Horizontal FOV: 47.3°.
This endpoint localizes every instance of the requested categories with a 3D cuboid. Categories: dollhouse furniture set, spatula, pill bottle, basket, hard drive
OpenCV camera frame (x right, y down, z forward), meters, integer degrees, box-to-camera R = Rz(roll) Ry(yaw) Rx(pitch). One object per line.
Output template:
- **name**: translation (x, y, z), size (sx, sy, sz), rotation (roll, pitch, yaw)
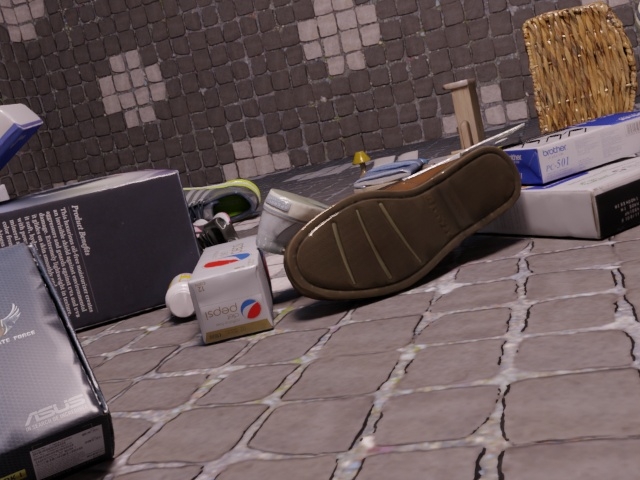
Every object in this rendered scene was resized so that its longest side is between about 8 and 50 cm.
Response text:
- **dollhouse furniture set**: translation (0.173, -0.199, 1.507), size (0.304, 0.198, 0.286), rotation (-10, 10, 20)
- **spatula**: translation (0.143, -0.083, 0.964), size (0.242, 0.019, 0.168), rotation (-25, -2, 2)
- **pill bottle**: translation (-0.162, 0.067, 0.872), size (0.044, 0.043, 0.083), rotation (-14, 10, -5)
- **basket**: translation (0.576, -0.363, 1.605), size (0.214, 0.298, 0.223), rotation (-9, 10, 21)
- **hard drive**: translation (-0.492, -0.044, 0.946), size (0.318, 0.040, 0.210), rotation (-48, 18, -1)

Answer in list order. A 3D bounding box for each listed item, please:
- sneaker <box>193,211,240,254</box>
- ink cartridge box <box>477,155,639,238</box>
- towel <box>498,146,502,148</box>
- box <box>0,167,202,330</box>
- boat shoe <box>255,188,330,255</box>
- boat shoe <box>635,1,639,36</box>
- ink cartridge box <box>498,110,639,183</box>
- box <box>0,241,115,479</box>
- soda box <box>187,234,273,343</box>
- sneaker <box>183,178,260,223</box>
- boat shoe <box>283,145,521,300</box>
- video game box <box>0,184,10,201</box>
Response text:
- **sneaker**: translation (-0.205, 0.003, 1.289), size (0.077, 0.071, 0.178), rotation (-33, 10, -29)
- **ink cartridge box**: translation (0.274, -0.060, 0.962), size (0.176, 0.069, 0.371), rotation (-19, 13, -26)
- **towel**: translation (0.364, -0.119, 1.114), size (0.237, 0.021, 0.102), rotation (3, 4, -40)
- **box**: translation (-0.338, 0.011, 1.036), size (0.294, 0.182, 0.296), rotation (-15, 10, -17)
- **boat shoe**: translation (0.000, 0.000, 0.880), size (0.079, 0.081, 0.228), rotation (30, 7, 36)
- **boat shoe**: translation (0.492, -0.172, 0.571), size (0.187, 0.155, 0.500), rotation (-15, 30, -31)
- **ink cartridge box**: translation (0.324, -0.118, 0.914), size (0.207, 0.046, 0.097), rotation (-18, 11, -21)
- **box**: translation (-0.280, 0.104, 0.484), size (0.233, 0.059, 0.183), rotation (-17, 47, -27)
- **soda box**: translation (-0.096, 0.048, 0.819), size (0.074, 0.069, 0.216), rotation (-14, 9, -2)
- **sneaker**: translation (-0.281, -0.072, 1.678), size (0.300, 0.111, 0.121), rotation (-16, 14, -7)
- **boat shoe**: translation (0.086, -0.008, 0.816), size (0.308, 0.110, 0.104), rotation (-21, -2, -26)
- **video game box**: translation (-0.591, 0.004, 1.345), size (0.048, 0.205, 0.187), rotation (-18, 9, -7)
